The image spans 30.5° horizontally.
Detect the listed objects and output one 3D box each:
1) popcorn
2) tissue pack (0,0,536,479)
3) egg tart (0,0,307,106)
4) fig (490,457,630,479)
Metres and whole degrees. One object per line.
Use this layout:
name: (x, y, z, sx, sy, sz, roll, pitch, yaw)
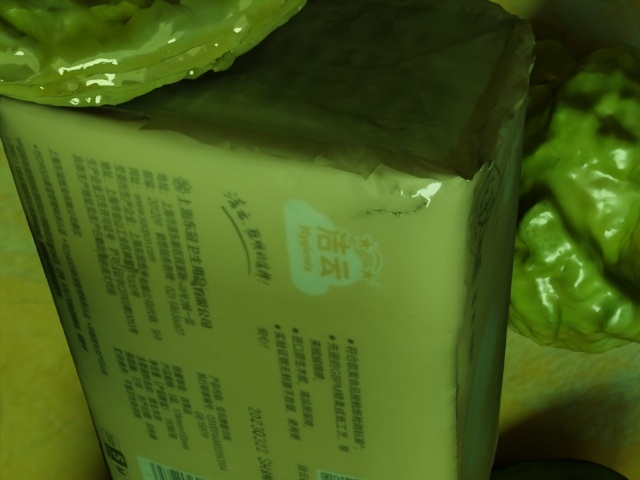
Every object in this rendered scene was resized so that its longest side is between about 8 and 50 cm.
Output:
popcorn: (0.156, -0.025, 0.708, 0.197, 0.155, 0.198, -14, 114, -32)
tissue pack: (0.000, 0.000, 0.609, 0.238, 0.238, 0.306, -19, 136, -14)
egg tart: (-0.093, -0.200, 0.416, 0.294, 0.123, 0.294, -8, 113, -20)
fig: (0.132, 0.269, 0.919, 0.275, 0.206, 0.206, 2, 128, -4)
